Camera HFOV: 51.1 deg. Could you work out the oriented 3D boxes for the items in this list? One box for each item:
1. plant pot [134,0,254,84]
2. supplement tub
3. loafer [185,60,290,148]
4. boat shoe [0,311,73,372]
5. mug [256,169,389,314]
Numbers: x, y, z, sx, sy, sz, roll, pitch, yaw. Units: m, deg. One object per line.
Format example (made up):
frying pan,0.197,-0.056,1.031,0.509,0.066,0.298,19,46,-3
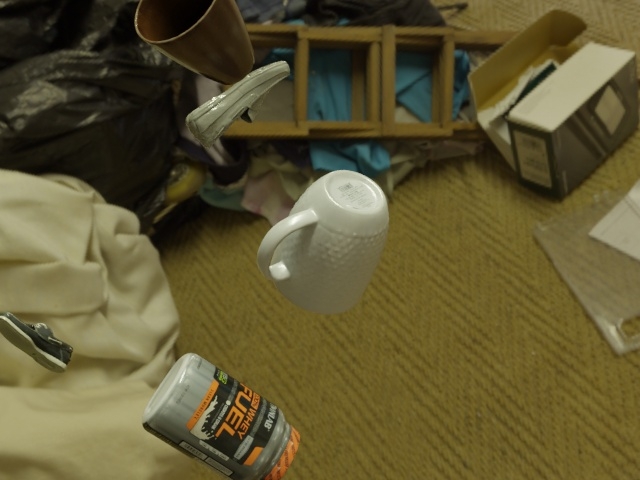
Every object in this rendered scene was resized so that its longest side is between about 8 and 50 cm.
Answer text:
plant pot,-0.250,-0.454,1.479,0.216,0.230,0.215,-11,63,23
supplement tub,-0.215,0.406,1.478,0.193,0.316,0.193,-51,12,15
loafer,-0.206,-0.364,1.778,0.320,0.111,0.112,-36,16,-10
boat shoe,-0.727,0.247,1.706,0.084,0.233,0.079,-8,47,32
mug,0.000,0.000,1.751,0.374,0.328,0.276,-15,54,-35
